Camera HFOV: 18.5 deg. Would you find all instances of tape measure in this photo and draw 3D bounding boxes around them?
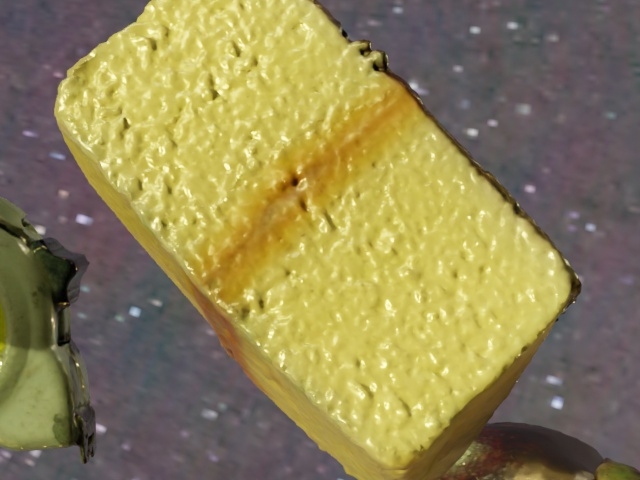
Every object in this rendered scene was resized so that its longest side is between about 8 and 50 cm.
[{"bbox_3d":[-0.288,0.052,1.060,0.330,0.084,0.164,0,-92,3],"label":"tape measure"}]

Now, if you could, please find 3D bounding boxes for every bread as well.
[{"bbox_3d":[0.000,0.000,0.933,0.135,0.240,0.178,-41,-15,-8],"label":"bread"}]

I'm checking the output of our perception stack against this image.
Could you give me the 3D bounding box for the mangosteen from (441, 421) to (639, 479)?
[{"bbox_3d":[0.174,0.303,1.607,0.330,0.330,0.330,-8,-76,-36],"label":"mangosteen"}]
